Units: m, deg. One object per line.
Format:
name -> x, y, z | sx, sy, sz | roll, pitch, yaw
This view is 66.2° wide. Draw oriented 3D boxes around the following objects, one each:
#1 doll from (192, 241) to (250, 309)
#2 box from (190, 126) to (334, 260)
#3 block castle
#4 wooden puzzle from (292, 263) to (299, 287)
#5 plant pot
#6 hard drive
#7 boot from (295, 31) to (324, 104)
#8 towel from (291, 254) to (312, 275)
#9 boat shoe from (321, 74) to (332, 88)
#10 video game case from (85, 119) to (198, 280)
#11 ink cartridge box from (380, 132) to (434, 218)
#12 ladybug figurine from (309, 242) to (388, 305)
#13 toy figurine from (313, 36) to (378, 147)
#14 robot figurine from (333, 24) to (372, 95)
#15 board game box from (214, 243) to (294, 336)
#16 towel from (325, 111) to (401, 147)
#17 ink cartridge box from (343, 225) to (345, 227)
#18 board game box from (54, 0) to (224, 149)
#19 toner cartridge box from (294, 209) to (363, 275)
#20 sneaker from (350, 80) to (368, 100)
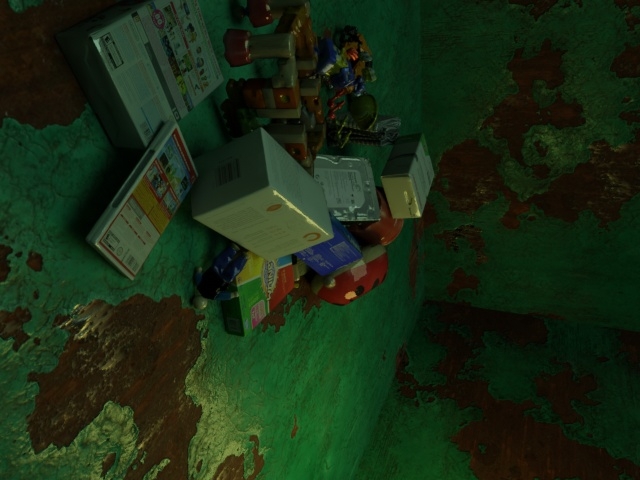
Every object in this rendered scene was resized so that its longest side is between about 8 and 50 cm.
doll -> -0.260, 0.101, 1.268 | 0.189, 0.129, 0.046 | -51, -173, -10
box -> -0.141, -0.100, 1.265 | 0.345, 0.215, 0.168 | 39, 36, -57
block castle -> -0.127, -0.392, 1.333 | 0.453, 0.212, 0.303 | 80, 16, -46
wooden puzzle -> -0.109, 0.116, 1.686 | 0.014, 0.078, 0.116 | -128, -148, -55
plant pot -> 0.180, -0.116, 1.987 | 0.265, 0.272, 0.273 | 18, 79, -69
hard drive -> 0.040, -0.169, 1.647 | 0.338, 0.064, 0.237 | -2, 77, -34
boot -> -0.064, -0.551, 1.580 | 0.283, 0.109, 0.220 | -38, 134, -68
towel -> -0.039, -0.042, 1.824 | 0.324, 0.056, 0.312 | -23, 120, -66
boat shoe -> 0.009, -0.606, 1.782 | 0.040, 0.049, 0.142 | -51, 143, -20
video game case -> -0.348, -0.076, 1.002 | 0.204, 0.025, 0.285 | 92, 22, -66
ink cartridge box -> 0.347, -0.254, 1.936 | 0.289, 0.121, 0.211 | -63, 141, -43
ladybug figurine -> 0.129, 0.142, 1.920 | 0.162, 0.305, 0.449 | 58, 29, 8
toy figurine -> 0.032, -0.491, 1.487 | 0.217, 0.191, 0.363 | 30, 42, -39
robot figurine -> 0.111, -0.698, 1.902 | 0.211, 0.085, 0.291 | 56, 43, -30
board game box -> -0.187, 0.103, 1.488 | 0.316, 0.064, 0.242 | -43, 134, -56
towel -> 0.177, -0.438, 1.970 | 0.283, 0.235, 0.121 | -36, 134, -59
ink cartridge box -> 0.010, -0.048, 1.748 | 0.208, 0.086, 0.153 | 61, 42, -56
board game box -> -0.338, -0.360, 0.989 | 0.303, 0.097, 0.224 | -59, 147, -41
toner cartridge box -> 0.000, 0.000, 1.571 | 0.348, 0.165, 0.075 | 43, 24, -58
sneaker -> 0.149, -0.634, 2.065 | 0.081, 0.094, 0.209 | -28, 114, -11
